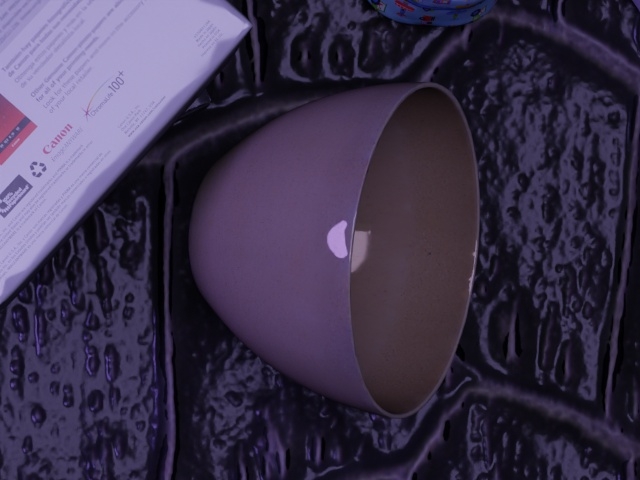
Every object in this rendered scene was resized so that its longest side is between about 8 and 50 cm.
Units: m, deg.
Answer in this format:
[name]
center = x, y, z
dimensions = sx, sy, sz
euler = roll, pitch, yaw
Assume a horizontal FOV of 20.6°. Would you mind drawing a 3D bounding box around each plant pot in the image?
[plant pot]
center = 0.000, 0.000, 1.518
dimensions = 0.191, 0.284, 0.284
euler = 6, 85, 26

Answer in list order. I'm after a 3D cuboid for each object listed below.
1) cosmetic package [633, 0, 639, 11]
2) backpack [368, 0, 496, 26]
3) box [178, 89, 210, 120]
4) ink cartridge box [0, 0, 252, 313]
[cosmetic package]
center = 0.377, -0.327, 1.683
dimensions = 0.239, 0.060, 0.099
euler = -36, 91, -11
[backpack]
center = 0.109, -0.286, 1.604
dimensions = 0.158, 0.117, 0.173
euler = 4, 88, -11
[box]
center = -0.270, -0.205, 1.549
dimensions = 0.242, 0.076, 0.307
euler = -25, 92, -11
[ink cartridge box]
center = -0.260, -0.144, 1.442
dimensions = 0.272, 0.130, 0.309
euler = 42, 80, -4
